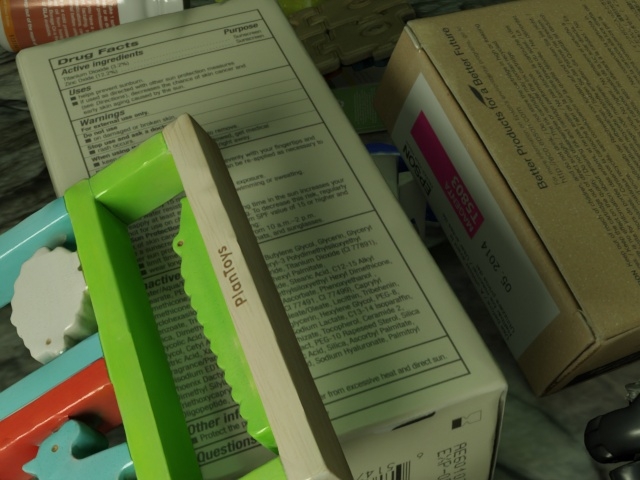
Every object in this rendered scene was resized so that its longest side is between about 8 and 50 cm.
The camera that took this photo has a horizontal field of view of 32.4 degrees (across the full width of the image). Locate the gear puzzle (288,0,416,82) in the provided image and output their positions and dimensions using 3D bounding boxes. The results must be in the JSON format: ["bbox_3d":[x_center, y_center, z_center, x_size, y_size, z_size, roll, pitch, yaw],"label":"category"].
[{"bbox_3d":[-0.069,-0.144,1.014,0.339,0.044,0.175,-20,30,2],"label":"gear puzzle"}]

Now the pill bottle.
[{"bbox_3d":[-0.263,-0.280,1.276,0.216,0.121,0.121,-1,27,-1],"label":"pill bottle"}]

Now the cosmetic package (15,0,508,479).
[{"bbox_3d":[-0.045,0.012,0.578,0.160,0.113,0.309,-16,48,-12],"label":"cosmetic package"}]

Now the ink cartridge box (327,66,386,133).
[{"bbox_3d":[0.094,-0.165,1.104,0.235,0.056,0.171,-9,27,-9],"label":"ink cartridge box"}]

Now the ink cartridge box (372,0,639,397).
[{"bbox_3d":[0.171,-0.042,0.700,0.193,0.088,0.234,-15,65,-24],"label":"ink cartridge box"}]

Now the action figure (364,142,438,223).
[{"bbox_3d":[0.127,-0.038,0.812,0.280,0.091,0.139,-12,22,-18],"label":"action figure"}]

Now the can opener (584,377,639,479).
[{"bbox_3d":[0.228,0.099,0.588,0.186,0.073,0.059,-7,-11,-18],"label":"can opener"}]

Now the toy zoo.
[{"bbox_3d":[-0.145,0.091,0.460,0.293,0.030,0.192,-32,50,9],"label":"toy zoo"}]

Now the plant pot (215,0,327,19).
[{"bbox_3d":[-0.036,-0.344,1.215,0.276,0.276,0.254,-2,27,-2],"label":"plant pot"}]

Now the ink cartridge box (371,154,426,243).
[{"bbox_3d":[0.000,0.000,0.739,0.143,0.092,0.090,0,27,4],"label":"ink cartridge box"}]
